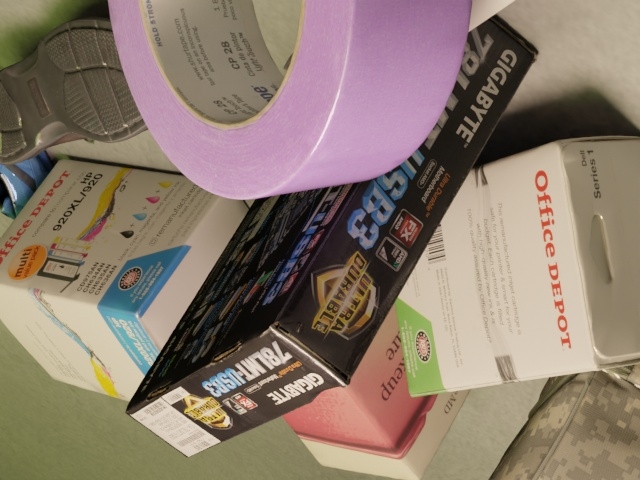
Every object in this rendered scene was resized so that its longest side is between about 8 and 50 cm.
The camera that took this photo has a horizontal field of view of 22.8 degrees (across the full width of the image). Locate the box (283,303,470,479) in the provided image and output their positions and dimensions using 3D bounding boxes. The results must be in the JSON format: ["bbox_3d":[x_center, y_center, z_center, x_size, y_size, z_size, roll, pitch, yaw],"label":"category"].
[{"bbox_3d":[0.023,0.084,1.416,0.127,0.149,0.232,3,141,43],"label":"box"}]

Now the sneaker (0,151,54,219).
[{"bbox_3d":[-0.296,-0.037,1.636,0.069,0.082,0.209,4,142,41],"label":"sneaker"}]

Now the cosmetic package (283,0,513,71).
[{"bbox_3d":[0.069,-0.165,1.020,0.060,0.099,0.239,40,151,-12],"label":"cosmetic package"}]

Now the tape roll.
[{"bbox_3d":[-0.029,-0.166,0.969,0.275,0.090,0.275,20,115,51],"label":"tape roll"}]

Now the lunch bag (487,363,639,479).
[{"bbox_3d":[0.280,0.214,1.235,0.305,0.256,0.212,33,152,1],"label":"lunch bag"}]

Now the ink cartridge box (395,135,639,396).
[{"bbox_3d":[0.149,0.023,1.162,0.219,0.092,0.160,-16,81,56],"label":"ink cartridge box"}]

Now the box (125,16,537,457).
[{"bbox_3d":[0.000,0.000,1.146,0.073,0.295,0.293,37,152,-13],"label":"box"}]

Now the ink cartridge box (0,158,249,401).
[{"bbox_3d":[-0.180,0.044,1.543,0.232,0.171,0.168,9,144,38],"label":"ink cartridge box"}]

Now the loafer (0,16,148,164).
[{"bbox_3d":[-0.196,-0.137,1.386,0.302,0.095,0.109,-11,99,48],"label":"loafer"}]
